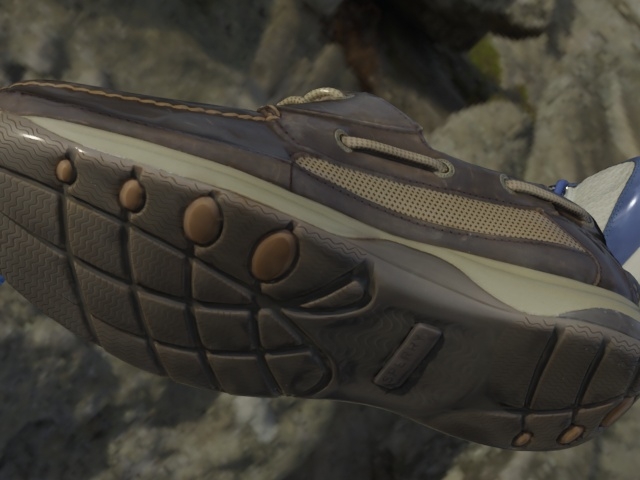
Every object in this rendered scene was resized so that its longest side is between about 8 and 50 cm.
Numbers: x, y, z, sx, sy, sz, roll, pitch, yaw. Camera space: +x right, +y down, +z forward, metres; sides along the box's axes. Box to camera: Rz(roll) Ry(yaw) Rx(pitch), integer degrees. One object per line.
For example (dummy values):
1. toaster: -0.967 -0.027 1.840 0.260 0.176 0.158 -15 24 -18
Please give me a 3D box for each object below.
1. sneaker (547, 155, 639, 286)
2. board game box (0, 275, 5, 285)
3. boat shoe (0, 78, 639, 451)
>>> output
1. sneaker: 0.101 0.013 0.858 0.131 0.296 0.112 46 39 -11
2. board game box: -0.324 -0.027 1.099 0.168 0.033 0.133 64 30 -21
3. boat shoe: 0.000 0.000 0.644 0.355 0.132 0.130 21 42 -21
